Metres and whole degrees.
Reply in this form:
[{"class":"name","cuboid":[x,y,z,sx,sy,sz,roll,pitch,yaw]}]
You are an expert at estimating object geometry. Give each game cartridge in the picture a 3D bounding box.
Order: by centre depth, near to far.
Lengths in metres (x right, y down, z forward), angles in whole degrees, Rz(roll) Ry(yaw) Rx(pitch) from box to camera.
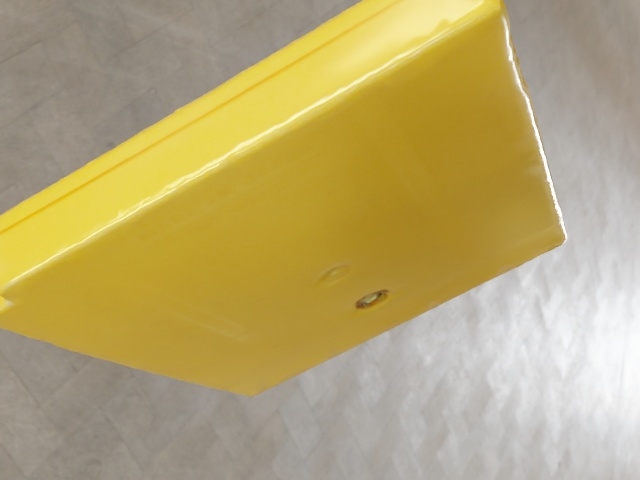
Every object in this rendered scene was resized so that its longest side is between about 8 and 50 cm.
[{"class":"game cartridge","cuboid":[0.000,0.000,0.485,0.323,0.285,0.053,41,24,-62]}]
